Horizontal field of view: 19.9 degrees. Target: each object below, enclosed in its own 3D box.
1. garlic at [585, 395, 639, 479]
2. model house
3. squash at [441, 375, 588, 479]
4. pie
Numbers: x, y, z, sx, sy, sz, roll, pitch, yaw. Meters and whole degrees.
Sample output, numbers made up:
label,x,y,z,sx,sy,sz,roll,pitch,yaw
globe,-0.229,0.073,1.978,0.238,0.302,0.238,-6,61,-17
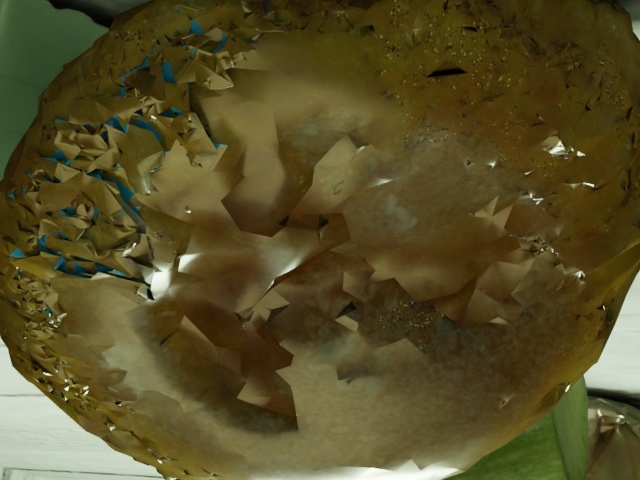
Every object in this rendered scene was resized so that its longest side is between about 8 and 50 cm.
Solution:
label,x,y,z,sx,sy,sz,roll,pitch,yaw
garlic,0.212,0.194,1.415,0.229,0.178,0.143,28,-163,-1
model house,-0.073,-0.029,0.779,0.149,0.100,0.127,14,166,-4
squash,0.084,0.094,1.055,0.123,0.170,0.170,-7,161,17
pie,0.001,0.000,0.671,0.273,0.069,0.273,-5,129,-6
